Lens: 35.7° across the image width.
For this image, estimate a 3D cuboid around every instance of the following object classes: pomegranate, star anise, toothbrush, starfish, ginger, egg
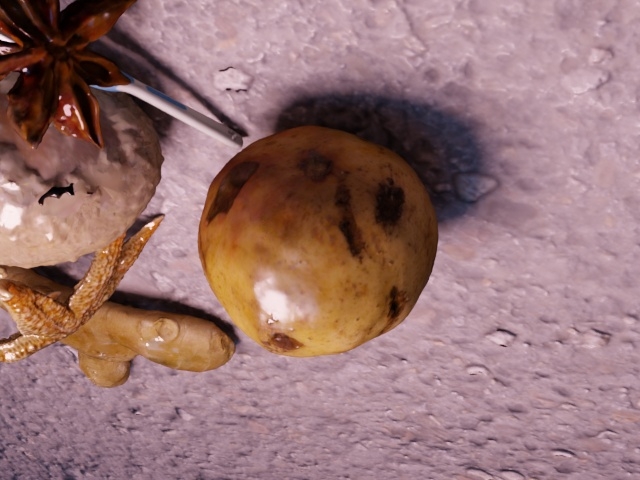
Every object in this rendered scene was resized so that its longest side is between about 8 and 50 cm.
[{"bbox_3d":[0.000,0.000,1.160,0.281,0.281,0.281,13,144,10],"label":"pomegranate"},{"bbox_3d":[-0.280,-0.192,1.034,0.111,0.196,0.212,-6,102,56],"label":"star anise"},{"bbox_3d":[-0.249,-0.184,1.144,0.386,0.040,0.040,26,147,-34],"label":"toothbrush"},{"bbox_3d":[-0.373,0.090,1.404,0.094,0.375,0.327,51,154,2],"label":"starfish"},{"bbox_3d":[-0.363,0.142,1.642,0.363,0.122,0.348,-5,147,46],"label":"ginger"},{"bbox_3d":[-0.350,-0.093,1.207,0.310,0.279,0.279,7,147,-14],"label":"egg"}]
